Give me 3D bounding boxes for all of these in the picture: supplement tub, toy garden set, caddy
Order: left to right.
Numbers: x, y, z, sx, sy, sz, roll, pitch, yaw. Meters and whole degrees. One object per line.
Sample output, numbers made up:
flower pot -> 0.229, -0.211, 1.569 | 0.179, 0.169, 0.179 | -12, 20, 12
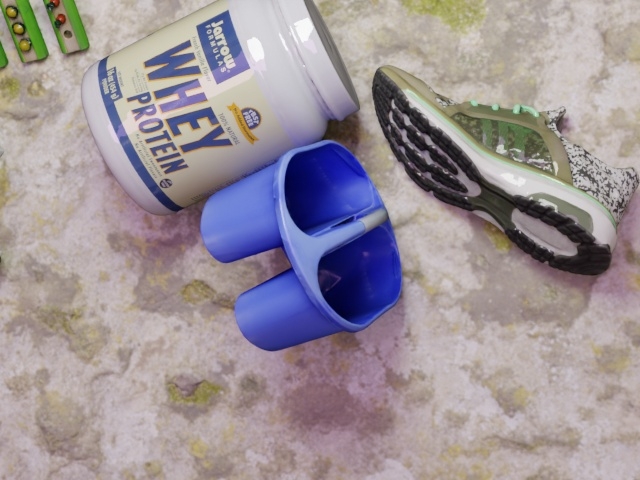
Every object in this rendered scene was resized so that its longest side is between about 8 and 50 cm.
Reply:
toy garden set -> -0.492, -0.351, 1.638 | 0.244, 0.049, 0.204 | -10, 118, 11
supplement tub -> -0.133, -0.198, 1.517 | 0.324, 0.235, 0.236 | -25, 84, 9
caddy -> 0.000, 0.000, 1.442 | 0.179, 0.341, 0.241 | -21, 93, 23

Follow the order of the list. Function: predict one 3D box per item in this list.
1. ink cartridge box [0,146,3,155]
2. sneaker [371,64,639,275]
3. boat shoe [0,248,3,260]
ink cartridge box -> -0.579, -0.112, 1.615 | 0.087, 0.208, 0.153 | 42, 96, 9
sneaker -> 0.253, -0.126, 1.516 | 0.410, 0.158, 0.182 | 37, 64, 12
boat shoe -> -0.594, 0.040, 1.671 | 0.254, 0.095, 0.079 | 1, 87, 12
